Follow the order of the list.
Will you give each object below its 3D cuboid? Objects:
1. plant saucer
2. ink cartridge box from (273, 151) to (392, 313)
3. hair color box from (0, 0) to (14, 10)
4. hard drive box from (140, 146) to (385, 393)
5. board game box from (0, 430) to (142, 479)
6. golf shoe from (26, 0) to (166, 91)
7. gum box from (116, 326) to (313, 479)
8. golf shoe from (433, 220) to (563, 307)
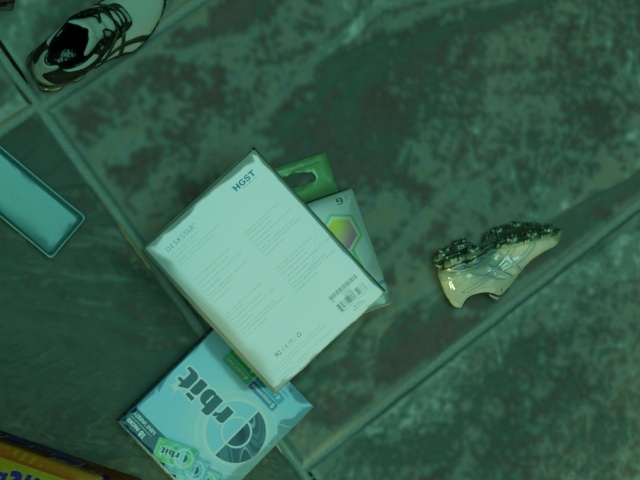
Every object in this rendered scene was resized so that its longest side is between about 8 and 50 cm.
[{"bbox_3d":[-0.375,-0.064,1.885,0.192,0.018,0.067,40,78,-8],"label":"plant saucer"},{"bbox_3d":[0.000,0.000,1.954,0.109,0.062,0.209,-19,91,-14],"label":"ink cartridge box"},{"bbox_3d":[-0.456,-0.462,1.842,0.185,0.113,0.374,-2,87,-15],"label":"hair color box"},{"bbox_3d":[-0.068,0.035,1.865,0.181,0.089,0.232,-42,93,-3],"label":"hard drive box"},{"bbox_3d":[-0.425,0.357,1.629,0.356,0.356,0.356,19,82,3],"label":"board game box"},{"bbox_3d":[-0.260,-0.249,1.889,0.198,0.094,0.077,-41,96,-15],"label":"golf shoe"},{"bbox_3d":[-0.128,0.210,1.917,0.184,0.041,0.157,-44,97,-13],"label":"gum box"},{"bbox_3d":[0.231,0.030,2.022,0.176,0.069,0.086,-17,111,-12],"label":"golf shoe"}]
